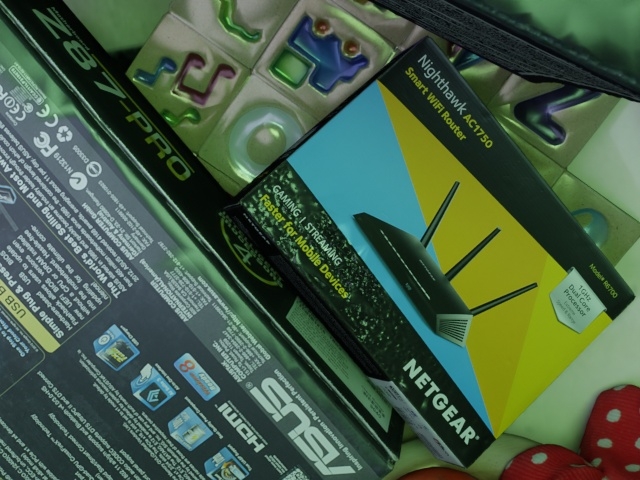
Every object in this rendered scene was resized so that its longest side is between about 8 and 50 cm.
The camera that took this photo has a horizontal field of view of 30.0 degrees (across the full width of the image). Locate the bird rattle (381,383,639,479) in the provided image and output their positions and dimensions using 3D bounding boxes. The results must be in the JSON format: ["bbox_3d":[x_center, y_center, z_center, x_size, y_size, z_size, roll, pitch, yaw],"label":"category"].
[{"bbox_3d":[0.089,0.154,0.613,0.207,0.253,0.143,9,136,34],"label":"bird rattle"}]

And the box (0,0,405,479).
[{"bbox_3d":[-0.195,0.051,0.656,0.318,0.097,0.395,-40,96,14],"label":"box"}]

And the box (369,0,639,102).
[{"bbox_3d":[0.023,-0.196,0.464,0.296,0.294,0.183,26,98,-5],"label":"box"}]

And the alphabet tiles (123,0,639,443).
[{"bbox_3d":[0.000,0.000,0.678,0.285,0.011,0.342,35,106,-5],"label":"alphabet tiles"}]

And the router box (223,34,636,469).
[{"bbox_3d":[0.058,0.006,0.616,0.179,0.133,0.046,49,166,-10],"label":"router box"}]
